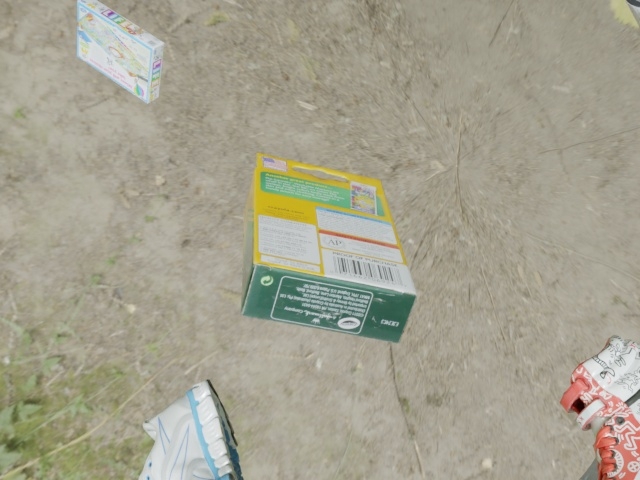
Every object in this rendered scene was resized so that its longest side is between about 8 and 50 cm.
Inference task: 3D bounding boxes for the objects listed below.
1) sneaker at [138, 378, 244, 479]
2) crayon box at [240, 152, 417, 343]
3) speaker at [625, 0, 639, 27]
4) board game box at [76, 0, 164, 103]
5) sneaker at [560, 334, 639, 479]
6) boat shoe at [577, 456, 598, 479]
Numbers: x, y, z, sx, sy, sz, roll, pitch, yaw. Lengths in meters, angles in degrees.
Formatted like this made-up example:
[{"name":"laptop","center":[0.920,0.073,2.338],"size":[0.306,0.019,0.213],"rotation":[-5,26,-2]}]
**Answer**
[{"name":"sneaker","center":[-0.099,0.200,0.644],"size":[0.082,0.191,0.071],"rotation":[-24,128,-4]},{"name":"crayon box","center":[0.000,0.000,1.113],"size":[0.203,0.323,0.083],"rotation":[11,118,-10]},{"name":"speaker","center":[0.317,-0.188,0.730],"size":[0.055,0.136,0.055],"rotation":[-19,56,30]},{"name":"board game box","center":[-0.311,-0.294,1.264],"size":[0.154,0.026,0.103],"rotation":[34,137,14]},{"name":"sneaker","center":[0.305,0.218,0.846],"size":[0.145,0.090,0.270],"rotation":[26,58,20]},{"name":"boat shoe","center":[0.396,0.367,1.086],"size":[0.119,0.121,0.335],"rotation":[43,79,-4]}]
